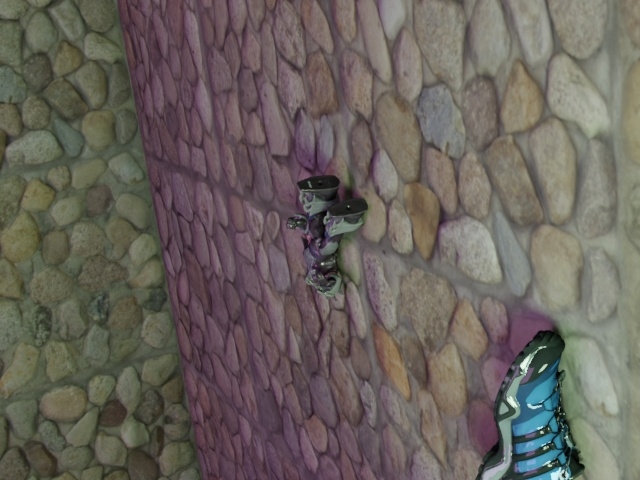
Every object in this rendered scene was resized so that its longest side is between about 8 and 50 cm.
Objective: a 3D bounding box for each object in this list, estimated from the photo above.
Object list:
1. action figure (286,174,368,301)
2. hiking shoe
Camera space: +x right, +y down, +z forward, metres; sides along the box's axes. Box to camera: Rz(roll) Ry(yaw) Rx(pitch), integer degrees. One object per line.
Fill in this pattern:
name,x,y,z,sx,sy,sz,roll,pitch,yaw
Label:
action figure,0.000,0.000,1.783,0.185,0.099,0.285,55,153,27
hiking shoe,0.305,0.260,1.300,0.132,0.113,0.304,21,121,25
